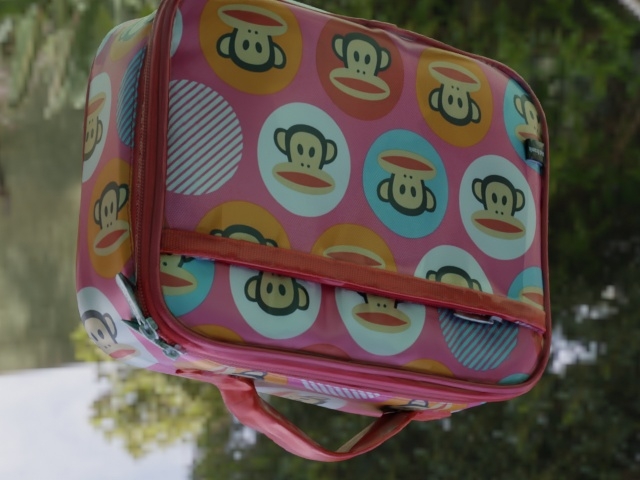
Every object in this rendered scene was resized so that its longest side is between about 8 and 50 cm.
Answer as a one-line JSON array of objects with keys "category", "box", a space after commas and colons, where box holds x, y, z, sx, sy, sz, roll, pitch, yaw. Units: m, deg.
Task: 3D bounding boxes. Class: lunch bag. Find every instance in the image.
[{"category": "lunch bag", "box": [0.000, 0.000, 0.977, 0.293, 0.258, 0.120, 12, 162, -32]}]
